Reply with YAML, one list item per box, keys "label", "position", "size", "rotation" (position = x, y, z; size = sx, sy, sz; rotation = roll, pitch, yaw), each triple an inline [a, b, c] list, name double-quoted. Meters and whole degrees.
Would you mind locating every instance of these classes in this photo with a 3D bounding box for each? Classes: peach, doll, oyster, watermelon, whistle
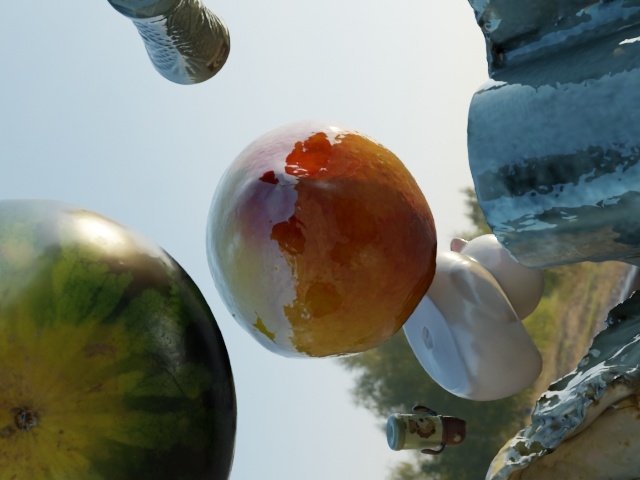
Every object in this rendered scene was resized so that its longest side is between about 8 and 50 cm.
- label: "peach"
  position: [0.005, 0.002, 1.017]
  size: [0.308, 0.289, 0.289]
  rotation: [149, 138, -69]
- label: "doll"
  position: [0.230, 0.094, 1.206]
  size: [0.221, 0.221, 0.251]
  rotation: [87, 157, -48]
- label: "oyster"
  position: [0.266, 0.122, 0.683]
  size: [0.341, 0.166, 0.110]
  rotation: [-47, 8, -20]
- label: "watermelon"
  position: [-0.182, 0.103, 0.527]
  size: [0.269, 0.269, 0.269]
  rotation: [12, -90, -77]
- label: "whistle"
  position: [0.224, -0.147, 0.739]
  size: [0.188, 0.168, 0.405]
  rotation: [-26, -79, -48]

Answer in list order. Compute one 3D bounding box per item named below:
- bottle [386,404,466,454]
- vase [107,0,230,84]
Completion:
- label: "bottle"
  position: [0.137, 0.240, 1.103]
  size: [0.047, 0.101, 0.063]
  rotation: [129, 141, -72]
- label: "vase"
  position: [-0.152, -0.226, 0.866]
  size: [0.219, 0.096, 0.096]
  rotation: [50, -128, -86]
